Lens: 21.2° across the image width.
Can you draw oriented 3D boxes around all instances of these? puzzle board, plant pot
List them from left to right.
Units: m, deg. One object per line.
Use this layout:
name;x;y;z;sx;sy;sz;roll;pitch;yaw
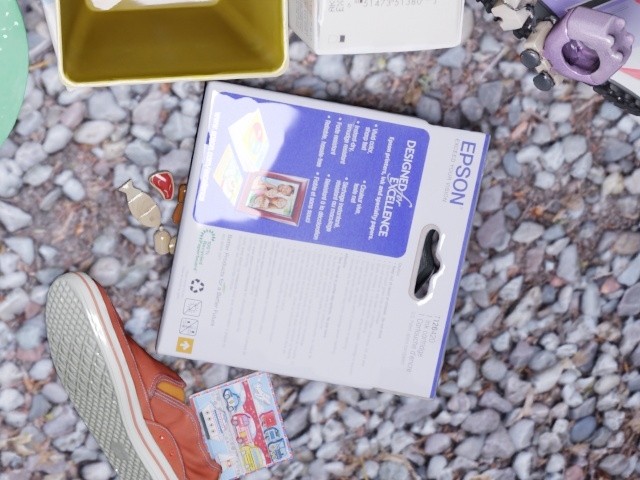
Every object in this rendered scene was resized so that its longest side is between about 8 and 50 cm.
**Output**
plant pot;-0.151;-0.272;1.624;0.212;0.187;0.212;-4;107;-10
puzzle board;-0.092;0.219;1.998;0.096;0.011;0.128;-20;117;-9

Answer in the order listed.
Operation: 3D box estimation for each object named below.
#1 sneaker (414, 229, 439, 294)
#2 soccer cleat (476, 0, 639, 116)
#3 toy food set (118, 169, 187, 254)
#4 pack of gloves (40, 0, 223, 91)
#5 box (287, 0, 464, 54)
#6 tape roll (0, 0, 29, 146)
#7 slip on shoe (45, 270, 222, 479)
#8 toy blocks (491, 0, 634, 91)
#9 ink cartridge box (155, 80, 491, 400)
sneaker;0.078;0.042;1.936;0.106;0.078;0.234;19;104;-21
soccer cleat;0.290;-0.248;1.872;0.318;0.109;0.116;30;88;-28
toy food set;-0.159;-0.028;1.865;0.078;0.019;0.122;-30;111;-3
pack of gloves;-0.204;-0.292;1.731;0.195;0.046;0.232;-20;110;-4
box;0.019;-0.281;1.643;0.148;0.311;0.121;-6;114;-17
tape roll;-0.449;-0.182;1.672;0.321;0.077;0.321;-6;115;-14
slip on shoe;-0.205;0.167;1.895;0.101;0.123;0.331;-41;119;-32
toy blocks;0.320;-0.354;1.670;0.288;0.260;0.309;55;52;-29
ink cartridge box;0.000;0.000;1.845;0.307;0.072;0.303;10;100;-9
